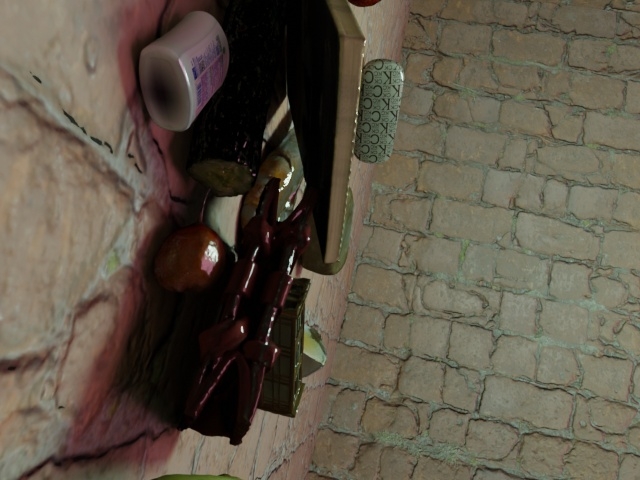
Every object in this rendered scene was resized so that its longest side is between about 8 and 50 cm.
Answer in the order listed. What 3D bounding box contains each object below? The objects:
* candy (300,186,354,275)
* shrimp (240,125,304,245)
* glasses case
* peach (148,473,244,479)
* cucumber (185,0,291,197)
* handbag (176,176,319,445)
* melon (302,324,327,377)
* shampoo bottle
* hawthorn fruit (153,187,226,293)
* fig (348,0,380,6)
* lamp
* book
[{"bbox_3d":[0.015,-0.027,1.218,0.102,0.104,0.234,-62,162,-56],"label":"candy"},{"bbox_3d":[-0.053,-0.095,0.852,0.164,0.062,0.317,97,13,-53],"label":"shrimp"},{"bbox_3d":[0.182,-0.405,1.704,0.085,0.137,0.355,-79,175,-50],"label":"glasses case"},{"bbox_3d":[-0.101,0.351,0.395,0.315,0.281,0.315,-74,169,-82],"label":"peach"},{"bbox_3d":[-0.071,-0.192,0.543,0.072,0.072,0.301,74,26,-72],"label":"cucumber"},{"bbox_3d":[-0.083,0.093,0.608,0.275,0.084,0.260,120,-12,-64],"label":"handbag"},{"bbox_3d":[-0.069,0.249,1.191,0.140,0.093,0.202,-53,-155,6],"label":"melon"},{"bbox_3d":[-0.110,-0.147,0.447,0.099,0.043,0.072,-71,170,-45],"label":"shampoo bottle"},{"bbox_3d":[-0.122,0.000,0.509,0.067,0.066,0.103,51,43,-79],"label":"hawthorn fruit"},{"bbox_3d":[0.088,-0.525,1.051,0.153,0.118,0.119,-97,-166,-68],"label":"fig"},{"bbox_3d":[-0.074,0.206,1.006,0.090,0.089,0.326,-69,168,-47],"label":"lamp"},{"bbox_3d":[-0.009,-0.194,0.630,0.374,0.028,0.263,-103,-169,-44],"label":"book"}]
